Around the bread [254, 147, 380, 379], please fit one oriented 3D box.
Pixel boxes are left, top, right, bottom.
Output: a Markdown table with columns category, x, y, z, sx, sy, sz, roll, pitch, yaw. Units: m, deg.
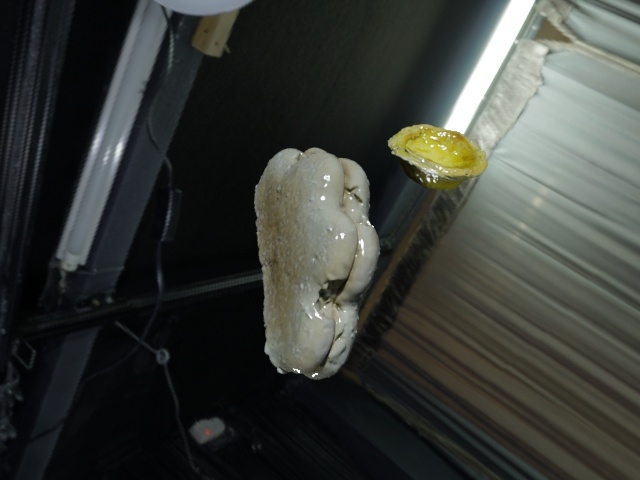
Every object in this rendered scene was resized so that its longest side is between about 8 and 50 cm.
| category | x | y | z | sx | sy | sz | roll | pitch | yaw |
| --- | --- | --- | --- | --- | --- | --- | --- | --- | --- |
| bread | -0.006 | 0.000 | 0.846 | 0.102 | 0.337 | 0.183 | 11 | -39 | -25 |

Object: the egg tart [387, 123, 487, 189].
| category | x | y | z | sx | sy | sz | roll | pitch | yaw |
| --- | --- | --- | --- | --- | --- | --- | --- | --- | --- |
| egg tart | 0.119 | -0.083 | 0.682 | 0.105 | 0.105 | 0.039 | -30 | -38 | -43 |
